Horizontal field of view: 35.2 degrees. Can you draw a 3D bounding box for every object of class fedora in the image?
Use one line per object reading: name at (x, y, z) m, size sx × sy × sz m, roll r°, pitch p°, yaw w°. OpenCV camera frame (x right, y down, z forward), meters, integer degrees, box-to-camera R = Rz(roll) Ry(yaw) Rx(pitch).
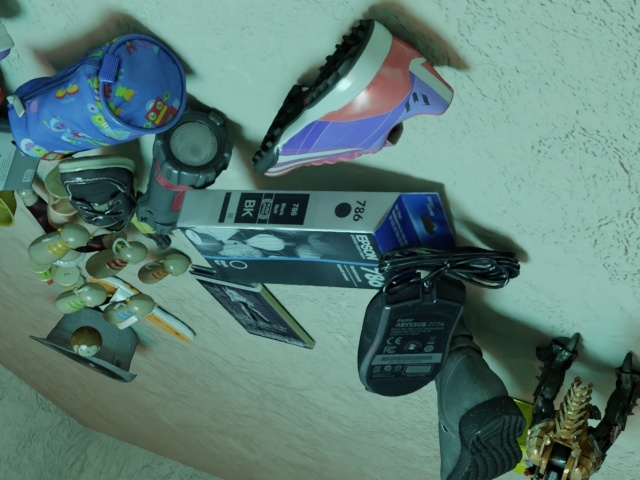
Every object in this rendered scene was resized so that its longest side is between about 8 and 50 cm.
fedora at (-0.537, 0.233, 2.398) m, size 0.244 × 0.124 × 0.275 m, roll 8°, pitch 157°, yaw 44°

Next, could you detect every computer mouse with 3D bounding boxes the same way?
computer mouse at (0.124, 0.094, 1.299) m, size 0.188 × 0.072 × 0.272 m, roll 3°, pitch 133°, yaw -19°

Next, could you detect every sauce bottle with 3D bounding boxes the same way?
sauce bottle at (-0.288, -0.031, 1.692) m, size 0.042 × 0.042 × 0.128 m, roll 14°, pitch 155°, yaw 30°

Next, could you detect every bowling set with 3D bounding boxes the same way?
bowling set at (-0.354, 0.095, 1.733) m, size 0.287 × 0.200 × 0.154 m, roll 11°, pitch 159°, yaw -40°

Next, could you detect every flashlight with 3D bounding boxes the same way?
flashlight at (-0.191, -0.086, 1.411) m, size 0.103 × 0.103 × 0.304 m, roll 35°, pitch 161°, yaw -1°

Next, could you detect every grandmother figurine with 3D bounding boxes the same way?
grandmother figurine at (-0.448, -0.034, 1.793) m, size 0.208 × 0.104 × 0.342 m, roll 39°, pitch 154°, yaw -1°

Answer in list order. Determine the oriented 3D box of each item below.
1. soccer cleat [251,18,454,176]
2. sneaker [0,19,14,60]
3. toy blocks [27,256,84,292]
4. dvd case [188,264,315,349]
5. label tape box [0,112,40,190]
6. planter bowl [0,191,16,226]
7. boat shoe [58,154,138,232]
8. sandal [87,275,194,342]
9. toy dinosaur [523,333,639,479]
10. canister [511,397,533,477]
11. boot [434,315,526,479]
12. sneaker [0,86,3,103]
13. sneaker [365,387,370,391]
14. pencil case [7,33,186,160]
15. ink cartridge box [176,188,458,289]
soccer cleat at (0.020, -0.123, 1.086) m, size 0.116 × 0.108 × 0.318 m, roll 30°, pitch 155°, yaw -14°
sneaker at (-0.517, -0.310, 1.337) m, size 0.305 × 0.114 × 0.152 m, roll 11°, pitch 128°, yaw 40°
toy blocks at (-0.576, 0.090, 2.239) m, size 0.123 × 0.054 × 0.148 m, roll 24°, pitch 157°, yaw 10°
dvd case at (-0.124, 0.123, 1.849) m, size 0.164 × 0.018 × 0.221 m, roll 10°, pitch 151°, yaw 39°
label tape box at (-0.602, -0.162, 1.498) m, size 0.241 × 0.106 × 0.334 m, roll 23°, pitch -172°, yaw 13°
planter bowl at (-0.606, -0.125, 1.786) m, size 0.217 × 0.090 × 0.217 m, roll 26°, pitch 155°, yaw 13°
boat shoe at (-0.320, -0.066, 1.499) m, size 0.103 × 0.092 × 0.285 m, roll -5°, pitch 174°, yaw -5°
sandal at (-0.390, 0.163, 2.153) m, size 0.265 × 0.076 × 0.102 m, roll 35°, pitch 156°, yaw -14°
toy dinosaur at (0.343, 0.256, 1.348) m, size 0.164 × 0.218 × 0.322 m, roll 30°, pitch 157°, yaw 0°
canister at (0.335, 0.334, 1.700) m, size 0.126 × 0.073 × 0.170 m, roll 16°, pitch 155°, yaw 27°
boot at (0.205, 0.228, 1.492) m, size 0.338 × 0.118 × 0.222 m, roll 95°, pitch 154°, yaw -57°
sneaker at (-0.599, -0.257, 1.508) m, size 0.279 × 0.107 × 0.118 m, roll 27°, pitch 171°, yaw 13°
sneaker at (0.135, 0.239, 1.735) m, size 0.071 × 0.066 × 0.188 m, roll 31°, pitch 157°, yaw -7°
pencil case at (-0.298, -0.178, 1.299) m, size 0.133 × 0.119 × 0.306 m, roll 18°, pitch 166°, yaw -37°
ink cartridge box at (0.000, 0.000, 1.289) m, size 0.333 × 0.065 × 0.165 m, roll 0°, pitch 151°, yaw 20°
